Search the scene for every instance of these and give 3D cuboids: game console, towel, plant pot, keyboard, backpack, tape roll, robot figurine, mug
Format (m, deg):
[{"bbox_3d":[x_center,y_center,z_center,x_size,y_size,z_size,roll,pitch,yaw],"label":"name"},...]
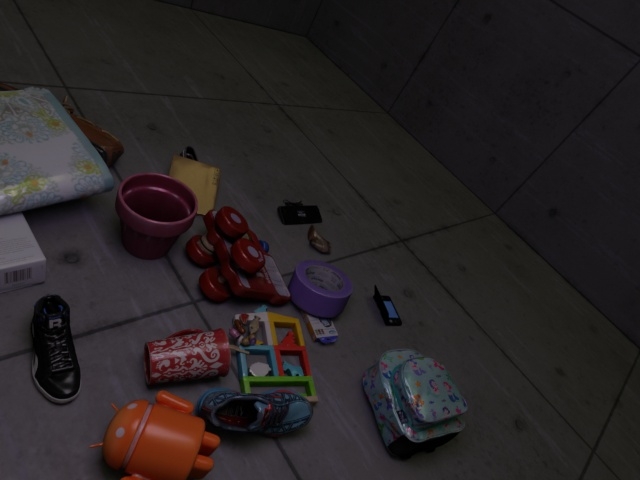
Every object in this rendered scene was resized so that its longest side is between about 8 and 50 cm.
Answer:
[{"bbox_3d":[0.229,0.218,1.447,0.107,0.071,0.122,8,43,-30],"label":"game console"},{"bbox_3d":[-0.755,-0.228,1.059,0.374,0.090,0.321,49,43,13],"label":"towel"},{"bbox_3d":[-0.452,-0.054,1.157,0.201,0.180,0.201,20,38,-17],"label":"plant pot"},{"bbox_3d":[-0.084,-0.104,1.631,0.192,0.038,0.100,-4,73,-41],"label":"keyboard"},{"bbox_3d":[0.243,0.412,1.148,0.225,0.191,0.253,4,40,-33],"label":"backpack"},{"bbox_3d":[0.000,0.145,1.319,0.189,0.080,0.189,18,27,-10],"label":"tape roll"},{"bbox_3d":[-0.306,0.381,0.807,0.220,0.128,0.158,24,80,-12],"label":"robot figurine"},{"bbox_3d":[-0.312,0.267,0.982,0.169,0.150,0.113,-1,84,-32],"label":"mug"}]

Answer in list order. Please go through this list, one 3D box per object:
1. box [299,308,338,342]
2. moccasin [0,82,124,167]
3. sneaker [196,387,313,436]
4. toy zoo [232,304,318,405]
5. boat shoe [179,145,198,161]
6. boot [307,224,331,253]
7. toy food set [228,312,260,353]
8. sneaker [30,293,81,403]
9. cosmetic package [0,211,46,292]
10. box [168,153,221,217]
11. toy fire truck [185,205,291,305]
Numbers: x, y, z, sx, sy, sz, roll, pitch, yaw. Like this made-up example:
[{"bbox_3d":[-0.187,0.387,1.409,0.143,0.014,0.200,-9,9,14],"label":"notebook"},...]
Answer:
[{"bbox_3d":[-0.003,0.248,1.276,0.081,0.028,0.136,3,47,-35],"label":"box"},{"bbox_3d":[-0.787,-0.351,1.290,0.380,0.139,0.147,23,31,-10],"label":"moccasin"},{"bbox_3d":[-0.130,0.381,0.926,0.262,0.125,0.104,9,78,-22],"label":"sneaker"},{"bbox_3d":[-0.127,0.292,1.128,0.192,0.030,0.293,10,42,-28],"label":"toy zoo"},{"bbox_3d":[-0.455,-0.249,1.480,0.075,0.065,0.206,9,42,-30],"label":"boat shoe"},{"bbox_3d":[0.000,0.000,1.561,0.087,0.042,0.118,24,37,-22],"label":"boot"},{"bbox_3d":[-0.196,0.230,1.104,0.078,0.019,0.122,22,37,-14],"label":"toy food set"},{"bbox_3d":[-0.530,0.203,0.850,0.079,0.121,0.217,-9,53,-42],"label":"sneaker"},{"bbox_3d":[-0.726,0.002,0.971,0.117,0.085,0.231,-15,55,-45],"label":"cosmetic package"},{"bbox_3d":[-0.419,-0.177,1.406,0.165,0.021,0.201,14,60,-22],"label":"box"},{"bbox_3d":[-0.225,0.050,1.251,0.254,0.169,0.302,24,30,-53],"label":"toy fire truck"}]
